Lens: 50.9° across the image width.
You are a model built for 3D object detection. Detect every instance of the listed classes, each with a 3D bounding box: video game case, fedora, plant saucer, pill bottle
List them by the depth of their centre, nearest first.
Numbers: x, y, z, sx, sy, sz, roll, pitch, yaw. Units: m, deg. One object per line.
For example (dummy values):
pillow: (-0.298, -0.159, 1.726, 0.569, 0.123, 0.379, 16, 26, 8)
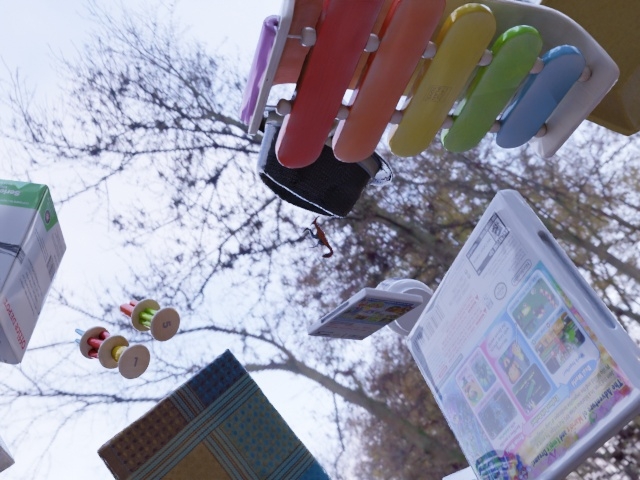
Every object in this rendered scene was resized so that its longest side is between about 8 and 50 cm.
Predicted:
video game case: (0.116, 0.073, 0.414, 0.019, 0.143, 0.157, -4, -42, -26)
video game case: (0.052, 0.091, 0.812, 0.087, 0.011, 0.122, 11, -34, -33)
plant saucer: (0.470, -0.360, 1.059, 0.333, 0.081, 0.332, 13, -56, -26)
pill bottle: (0.167, 0.130, 1.326, 0.112, 0.187, 0.111, 0, -92, -5)
fedora: (-0.019, -0.149, 1.437, 0.334, 0.334, 0.152, 32, -101, -40)

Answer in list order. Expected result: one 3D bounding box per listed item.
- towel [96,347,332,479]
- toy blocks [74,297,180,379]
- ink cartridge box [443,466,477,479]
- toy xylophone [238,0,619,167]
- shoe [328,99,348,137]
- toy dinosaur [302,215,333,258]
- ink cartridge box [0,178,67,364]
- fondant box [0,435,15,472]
towel: (-0.134, 0.393, 1.059, 0.271, 0.370, 0.040, -36, -4, -32)
toy blocks: (-0.298, 0.134, 1.011, 0.123, 0.148, 0.054, -53, -44, -27)
ink cartridge box: (0.250, 0.440, 1.059, 0.062, 0.181, 0.104, -23, -92, 3)
toy xylophone: (0.094, -0.161, 0.552, 0.323, 0.081, 0.236, -4, -35, -14)
shoe: (0.005, -0.207, 1.173, 0.058, 0.219, 0.076, -6, -85, -21)
toy dinosaur: (0.000, 0.000, 1.446, 0.082, 0.090, 0.047, 45, -110, 1)
ink cartridge box: (-0.599, 0.058, 1.277, 0.122, 0.289, 0.211, 8, -39, -3)
fondant box: (-0.738, 0.326, 1.190, 0.238, 0.330, 0.096, -32, -28, -26)
